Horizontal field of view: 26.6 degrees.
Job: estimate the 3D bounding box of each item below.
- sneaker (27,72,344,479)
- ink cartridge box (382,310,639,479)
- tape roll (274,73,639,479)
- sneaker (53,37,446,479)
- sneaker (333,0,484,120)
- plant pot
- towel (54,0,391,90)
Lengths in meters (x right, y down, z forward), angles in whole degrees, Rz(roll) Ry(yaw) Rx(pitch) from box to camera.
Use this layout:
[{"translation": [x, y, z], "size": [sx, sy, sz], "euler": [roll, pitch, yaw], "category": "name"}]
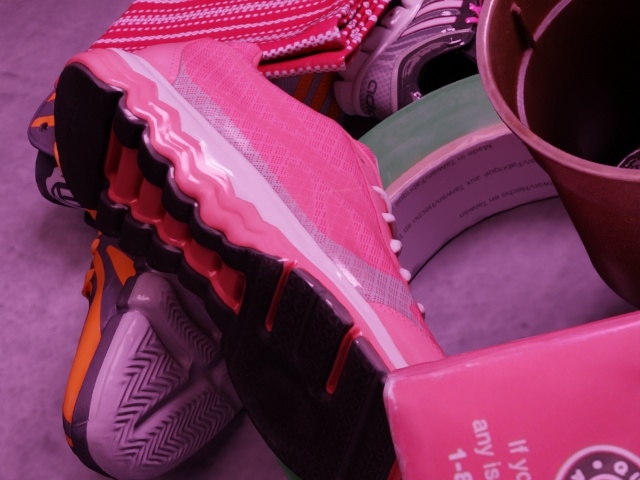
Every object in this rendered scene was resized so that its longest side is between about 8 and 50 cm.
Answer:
[{"translation": [-0.113, 0.000, 0.840], "size": [0.180, 0.124, 0.321], "euler": [3, 49, 28], "category": "sneaker"}, {"translation": [0.245, 0.134, 0.469], "size": [0.385, 0.160, 0.279], "euler": [-15, 80, 8], "category": "ink cartridge box"}, {"translation": [0.125, 0.050, 0.727], "size": [0.321, 0.077, 0.321], "euler": [-10, 56, 15], "category": "tape roll"}, {"translation": [0.000, -0.001, 0.683], "size": [0.136, 0.116, 0.314], "euler": [-26, 65, -35], "category": "sneaker"}, {"translation": [0.087, -0.135, 0.872], "size": [0.075, 0.063, 0.170], "euler": [34, 76, 29], "category": "sneaker"}, {"translation": [0.171, -0.054, 0.624], "size": [0.167, 0.165, 0.167], "euler": [-10, 56, 16], "category": "plant pot"}, {"translation": [-0.035, -0.174, 0.893], "size": [0.199, 0.031, 0.275], "euler": [-4, 32, 23], "category": "towel"}]
